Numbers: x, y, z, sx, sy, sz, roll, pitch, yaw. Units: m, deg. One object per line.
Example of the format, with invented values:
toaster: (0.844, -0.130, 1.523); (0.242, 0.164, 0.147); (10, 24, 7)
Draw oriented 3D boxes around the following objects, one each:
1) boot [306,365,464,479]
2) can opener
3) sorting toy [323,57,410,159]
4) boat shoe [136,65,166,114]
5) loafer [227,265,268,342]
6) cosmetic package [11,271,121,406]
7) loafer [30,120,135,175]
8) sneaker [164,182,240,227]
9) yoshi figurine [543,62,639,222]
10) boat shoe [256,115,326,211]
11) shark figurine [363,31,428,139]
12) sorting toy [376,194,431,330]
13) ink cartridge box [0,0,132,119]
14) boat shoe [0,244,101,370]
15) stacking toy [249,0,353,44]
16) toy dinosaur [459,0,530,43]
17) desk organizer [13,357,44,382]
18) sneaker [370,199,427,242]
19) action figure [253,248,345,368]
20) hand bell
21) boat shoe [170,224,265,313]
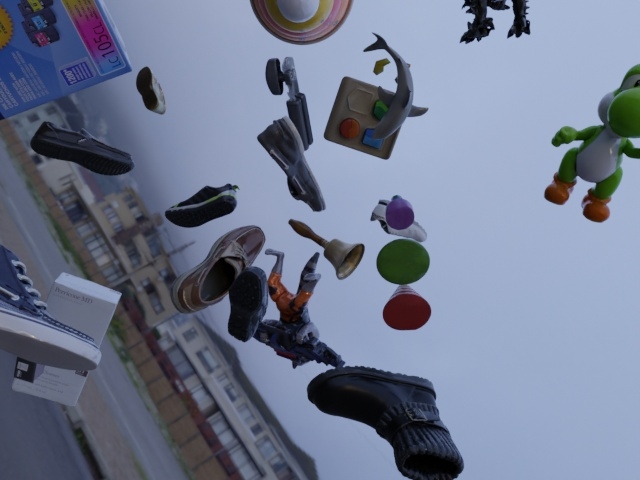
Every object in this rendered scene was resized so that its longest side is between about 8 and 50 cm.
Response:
boot: (0.147, 0.431, 1.466); (0.260, 0.348, 0.131); (-99, -163, -55)
can opener: (-0.092, -0.399, 1.834); (0.095, 0.076, 0.283); (4, -54, 21)
sorting toy: (0.161, -0.431, 1.982); (0.041, 0.229, 0.307); (-74, -177, -75)
boat shoe: (-0.391, -0.344, 1.451); (0.045, 0.050, 0.135); (36, 30, -58)
loafer: (-0.144, 0.121, 1.281); (0.076, 0.078, 0.223); (28, -42, 9)
cosmetic package: (-0.833, 0.323, 2.071); (0.217, 0.384, 0.156); (21, 6, -14)
loafer: (-0.505, -0.206, 1.356); (0.080, 0.220, 0.078); (-26, -124, 44)
sneaker: (-0.341, -0.108, 1.836); (0.084, 0.235, 0.097); (61, 22, -49)
yoshi figurine: (0.656, -0.216, 1.423); (0.203, 0.204, 0.362); (-119, -143, -46)
boat shoe: (-0.075, -0.181, 1.634); (0.112, 0.096, 0.335); (57, -6, 40)
shark figurine: (0.211, -0.413, 1.661); (0.116, 0.166, 0.278); (-103, -173, -76)
sorting toy: (0.201, 0.045, 1.544); (0.126, 0.127, 0.365); (-86, 169, -59)
ink cartridge box: (-0.622, -0.410, 1.250); (0.270, 0.396, 0.151); (73, -8, -46)
boat shoe: (-0.532, 0.104, 1.102); (0.341, 0.158, 0.127); (29, -39, -26)
stacking toy: (-0.070, -0.733, 1.882); (0.479, 0.351, 0.350); (-85, 157, -63)
toy dinosaur: (0.395, -0.583, 1.452); (0.322, 0.165, 0.218); (-23, 107, -71)
desk organizer: (-0.641, 0.245, 1.399); (0.050, 0.047, 0.130); (-71, 177, -75)
sneaker: (0.280, -0.050, 2.249); (0.235, 0.094, 0.090); (34, -16, -17)
action figure: (-0.038, 0.215, 1.722); (0.342, 0.179, 0.330); (20, -58, 33)
hand bell: (0.000, 0.000, 1.852); (0.242, 0.126, 0.126); (35, -28, 25)
boat shoe: (-0.231, 0.070, 1.578); (0.117, 0.324, 0.123); (-8, -59, 43)
